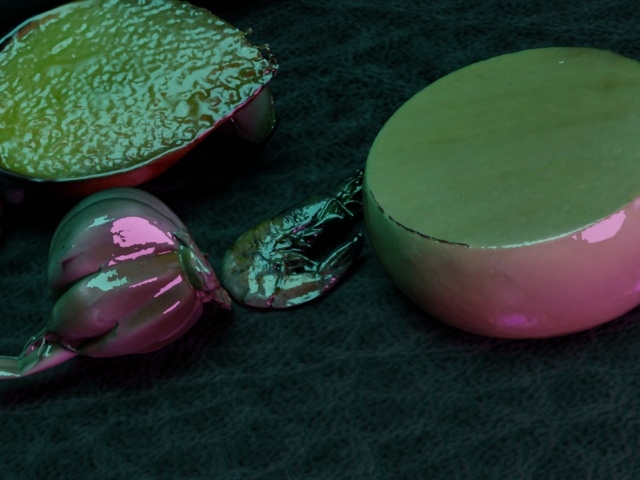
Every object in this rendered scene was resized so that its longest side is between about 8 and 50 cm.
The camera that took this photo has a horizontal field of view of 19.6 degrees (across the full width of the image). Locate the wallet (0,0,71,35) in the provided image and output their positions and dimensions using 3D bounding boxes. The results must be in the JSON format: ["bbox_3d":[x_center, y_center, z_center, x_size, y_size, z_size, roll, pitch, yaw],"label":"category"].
[{"bbox_3d":[-0.238,-0.257,1.737,0.406,0.062,0.228,-20,19,-4],"label":"wallet"}]

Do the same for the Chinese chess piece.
[{"bbox_3d":[0.155,-0.037,1.351,0.251,0.097,0.251,-11,39,9],"label":"Chinese chess piece"}]

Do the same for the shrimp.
[{"bbox_3d":[0.000,0.000,1.423,0.161,0.034,0.091,-37,54,-12],"label":"shrimp"}]

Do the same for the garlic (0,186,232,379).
[{"bbox_3d":[-0.172,0.040,1.381,0.194,0.127,0.131,-32,-4,8],"label":"garlic"}]

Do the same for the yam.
[{"bbox_3d":[-0.103,-0.128,1.577,0.146,0.070,0.070,20,53,35],"label":"yam"}]

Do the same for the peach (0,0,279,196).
[{"bbox_3d":[-0.165,-0.116,1.527,0.279,0.068,0.189,-3,64,11],"label":"peach"}]

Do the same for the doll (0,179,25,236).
[{"bbox_3d":[-0.297,-0.086,1.600,0.102,0.075,0.227,-18,50,15],"label":"doll"}]
